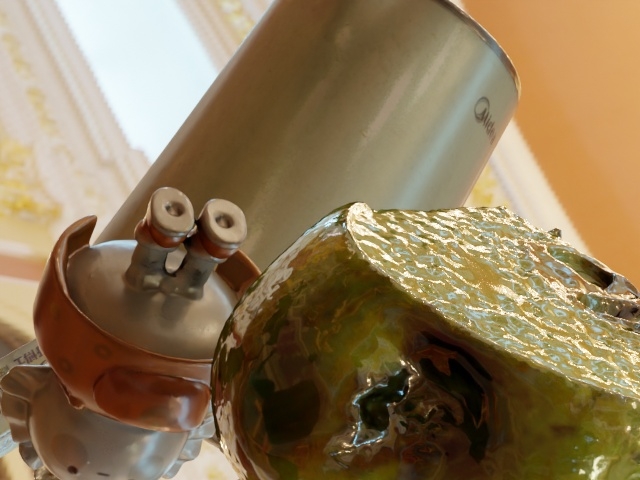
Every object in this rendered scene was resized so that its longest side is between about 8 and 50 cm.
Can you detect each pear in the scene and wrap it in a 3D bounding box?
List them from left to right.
[{"bbox_3d":[0.083,0.095,0.786,0.238,0.255,0.164,35,-71,33],"label":"pear"}]

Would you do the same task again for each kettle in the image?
[{"bbox_3d":[0.000,0.000,1.387,0.250,0.361,0.377,23,-106,32],"label":"kettle"}]

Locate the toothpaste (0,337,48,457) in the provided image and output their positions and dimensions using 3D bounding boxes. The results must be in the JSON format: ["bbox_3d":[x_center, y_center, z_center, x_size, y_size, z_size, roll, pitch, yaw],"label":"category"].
[{"bbox_3d":[-0.375,0.198,1.726,0.081,0.336,0.067,45,-40,16],"label":"toothpaste"}]

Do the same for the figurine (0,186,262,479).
[{"bbox_3d":[-0.117,0.073,1.010,0.271,0.143,0.143,126,-43,-52],"label":"figurine"}]

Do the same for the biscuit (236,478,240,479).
[{"bbox_3d":[0.000,0.319,1.758,0.228,0.176,0.031,40,-22,18],"label":"biscuit"}]
